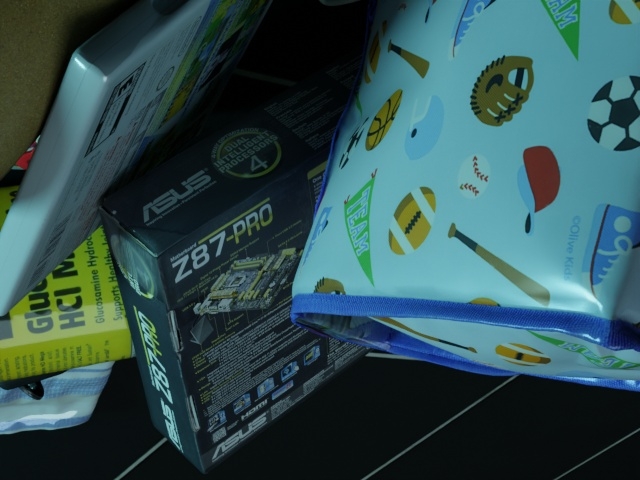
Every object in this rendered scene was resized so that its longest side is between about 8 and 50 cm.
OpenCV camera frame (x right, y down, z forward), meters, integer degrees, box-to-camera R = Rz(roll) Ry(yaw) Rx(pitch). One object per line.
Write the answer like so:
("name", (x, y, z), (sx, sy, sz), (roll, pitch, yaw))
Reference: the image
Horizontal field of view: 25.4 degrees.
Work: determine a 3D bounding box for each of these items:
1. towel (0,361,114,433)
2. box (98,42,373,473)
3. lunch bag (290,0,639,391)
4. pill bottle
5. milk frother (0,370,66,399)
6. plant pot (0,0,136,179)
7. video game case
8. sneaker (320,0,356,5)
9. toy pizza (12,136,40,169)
("towel", (-0.355, 0.170, 1.752), (0.209, 0.034, 0.285), (-4, 149, -25))
("box", (0.000, 0.000, 1.331), (0.395, 0.097, 0.318), (-34, 145, -23))
("lunch bag", (0.153, -0.067, 1.030), (0.239, 0.328, 0.385), (24, 166, -39))
("pill bottle", (-0.287, 0.039, 1.381), (0.334, 0.188, 0.188), (-10, 152, -14))
("milk frother", (-0.308, 0.101, 1.568), (0.134, 0.129, 0.143), (-21, 168, 10))
("plant pot", (-0.246, -0.175, 1.013), (0.254, 0.237, 0.237), (-38, 149, 6))
("video game case", (-0.141, -0.114, 1.152), (0.300, 0.036, 0.329), (-48, 176, -41))
("sneaker", (0.044, -0.243, 1.175), (0.134, 0.070, 0.051), (-31, 147, 23))
("toy pizza", (-0.244, -0.116, 1.289), (0.201, 0.032, 0.201), (-13, 152, -7))
